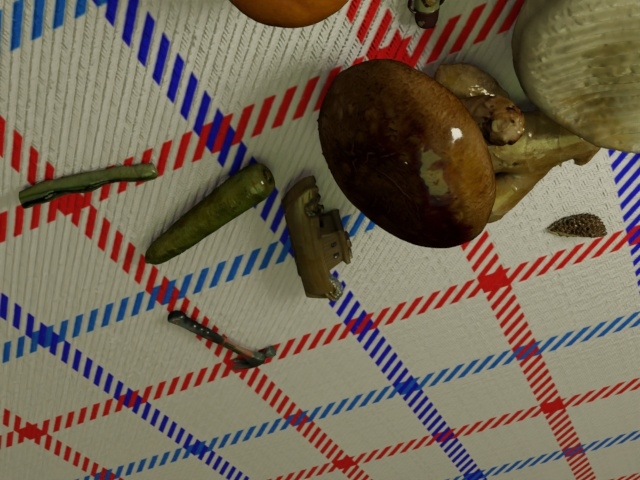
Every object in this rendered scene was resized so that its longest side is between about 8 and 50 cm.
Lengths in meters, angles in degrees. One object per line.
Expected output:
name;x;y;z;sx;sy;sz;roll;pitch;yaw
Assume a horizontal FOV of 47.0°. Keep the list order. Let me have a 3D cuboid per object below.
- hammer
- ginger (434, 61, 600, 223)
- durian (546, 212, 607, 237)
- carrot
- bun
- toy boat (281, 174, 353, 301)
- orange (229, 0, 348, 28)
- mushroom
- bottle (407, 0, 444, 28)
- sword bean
hammer;-0.242;0.236;1.755;0.111;0.033;0.287;-33;131;26
ginger;0.364;-0.155;1.324;0.347;0.122;0.363;3;128;4
durian;0.546;-0.030;1.549;0.130;0.052;0.066;3;176;-5
carrot;-0.230;-0.040;1.427;0.358;0.074;0.074;-31;132;29
bun;0.463;-0.299;1.059;0.365;0.219;0.365;18;151;11
toy boat;0.000;0.000;1.480;0.121;0.089;0.321;-12;136;-1
orange;-0.044;-0.403;0.968;0.240;0.171;0.240;3;137;3
mushroom;0.136;-0.136;1.199;0.239;0.345;0.345;-26;155;-42
bottle;0.164;-0.368;1.119;0.063;0.047;0.101;0;140;7
sword bean;-0.429;-0.104;1.356;0.269;0.038;0.043;-11;132;5
